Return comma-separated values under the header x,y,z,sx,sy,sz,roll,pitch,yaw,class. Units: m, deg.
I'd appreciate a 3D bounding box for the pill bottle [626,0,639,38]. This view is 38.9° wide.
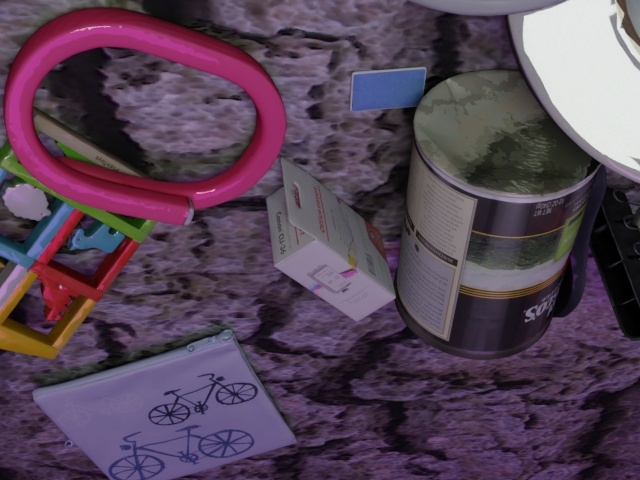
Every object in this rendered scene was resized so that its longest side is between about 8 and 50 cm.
x,y,z,sx,sy,sz,roll,pitch,yaw,class
0.384,-0.208,0.903,0.278,0.162,0.162,-12,138,0,pill bottle

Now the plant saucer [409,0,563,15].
x,y,z,sx,sy,sz,roll,pitch,yaw,class
0.146,-0.361,0.634,0.400,0.100,0.401,-13,132,-15,plant saucer

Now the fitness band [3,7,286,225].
x,y,z,sx,sy,sz,roll,pitch,yaw,class
-0.175,-0.122,0.932,0.290,0.054,0.209,13,122,-29,fitness band

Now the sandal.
x,y,z,sx,sy,sz,roll,pitch,yaw,class
0.306,-0.009,1.166,0.054,0.097,0.255,-6,128,-8,sandal

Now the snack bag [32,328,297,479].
x,y,z,sx,sy,sz,roll,pitch,yaw,class
-0.234,0.270,1.394,0.323,0.037,0.343,-17,138,6,snack bag

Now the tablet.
x,y,z,sx,sy,sz,roll,pitch,yaw,class
0.074,-0.167,1.000,0.083,0.006,0.054,-6,138,-7,tablet

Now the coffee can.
x,y,z,sx,sy,sz,roll,pitch,yaw,class
0.193,-0.024,1.036,0.201,0.202,0.275,-6,138,-6,coffee can

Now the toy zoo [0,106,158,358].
x,y,z,sx,sy,sz,roll,pitch,yaw,class
-0.324,0.017,1.018,0.192,0.030,0.293,32,100,-37,toy zoo

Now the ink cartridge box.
x,y,z,sx,sy,sz,roll,pitch,yaw,class
0.000,0.000,1.087,0.067,0.115,0.198,-33,133,23,ink cartridge box

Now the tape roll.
x,y,z,sx,sy,sz,roll,pitch,yaw,class
0.353,-0.229,0.777,0.391,0.072,0.392,2,102,8,tape roll

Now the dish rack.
x,y,z,sx,sy,sz,roll,pitch,yaw,class
0.447,-0.021,1.063,0.074,0.208,0.271,-1,156,-35,dish rack

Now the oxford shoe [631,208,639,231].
x,y,z,sx,sy,sz,roll,pitch,yaw,class
0.558,-0.096,1.093,0.169,0.130,0.449,15,131,-24,oxford shoe
